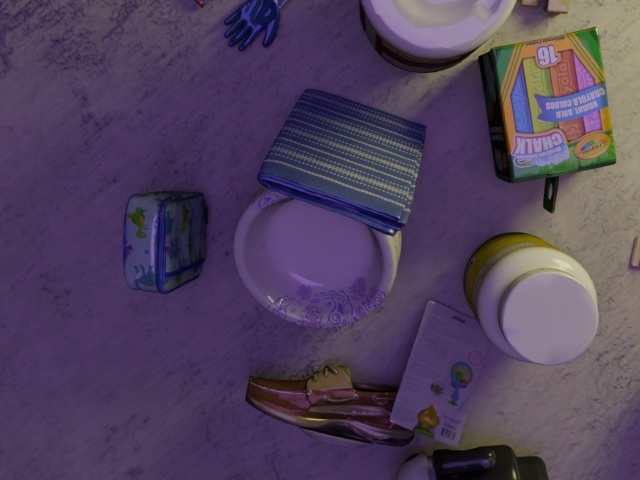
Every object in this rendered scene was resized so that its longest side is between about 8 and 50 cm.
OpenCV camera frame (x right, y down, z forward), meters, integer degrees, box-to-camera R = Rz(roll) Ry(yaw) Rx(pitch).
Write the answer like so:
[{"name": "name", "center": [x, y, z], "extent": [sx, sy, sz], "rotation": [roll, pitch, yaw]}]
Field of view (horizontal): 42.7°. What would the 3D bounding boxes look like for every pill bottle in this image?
[{"name": "pill bottle", "center": [0.171, -0.381, 1.279], "extent": [0.224, 0.392, 0.224], "rotation": [0, 98, 3]}, {"name": "pill bottle", "center": [0.346, 0.095, 1.357], "extent": [0.188, 0.334, 0.188], "rotation": [0, 98, 4]}]

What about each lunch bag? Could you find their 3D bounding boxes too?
[{"name": "lunch bag", "center": [-0.270, 0.002, 1.446], "extent": [0.090, 0.219, 0.176], "rotation": [5, 96, 10]}]

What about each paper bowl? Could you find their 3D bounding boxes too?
[{"name": "paper bowl", "center": [0.000, 0.000, 1.436], "extent": [0.284, 0.148, 0.284], "rotation": [6, 121, 10]}]

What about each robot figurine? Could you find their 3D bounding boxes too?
[{"name": "robot figurine", "center": [0.274, 0.462, 1.494], "extent": [0.278, 0.173, 0.209], "rotation": [-6, 94, 4]}]

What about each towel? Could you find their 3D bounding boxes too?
[{"name": "towel", "center": [0.047, -0.142, 1.367], "extent": [0.243, 0.336, 0.040], "rotation": [20, 126, 1]}]

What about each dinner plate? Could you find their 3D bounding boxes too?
[{"name": "dinner plate", "center": [0.028, 0.366, 1.512], "extent": [0.141, 0.141, 0.017], "rotation": [11, 79, 2]}]

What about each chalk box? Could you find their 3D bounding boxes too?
[{"name": "chalk box", "center": [0.388, -0.195, 1.398], "extent": [0.179, 0.180, 0.289], "rotation": [-11, 98, 5]}]

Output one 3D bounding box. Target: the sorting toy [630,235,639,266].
[{"name": "sorting toy", "center": [0.604, 0.010, 1.491], "extent": [0.062, 0.012, 0.083], "rotation": [10, 98, 3]}]

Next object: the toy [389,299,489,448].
[{"name": "toy", "center": [0.217, 0.246, 1.508], "extent": [0.137, 0.056, 0.237], "rotation": [24, 68, -8]}]

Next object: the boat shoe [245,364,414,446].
[{"name": "boat shoe", "center": [0.025, 0.288, 1.521], "extent": [0.324, 0.122, 0.120], "rotation": [14, 92, -7]}]

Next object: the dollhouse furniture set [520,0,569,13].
[{"name": "dollhouse furniture set", "center": [0.344, -0.478, 1.402], "extent": [0.182, 0.101, 0.161], "rotation": [5, 97, 3]}]

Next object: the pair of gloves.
[{"name": "pair of gloves", "center": [-0.140, -0.445, 1.480], "extent": [0.159, 0.023, 0.198], "rotation": [-41, 92, 9]}]
